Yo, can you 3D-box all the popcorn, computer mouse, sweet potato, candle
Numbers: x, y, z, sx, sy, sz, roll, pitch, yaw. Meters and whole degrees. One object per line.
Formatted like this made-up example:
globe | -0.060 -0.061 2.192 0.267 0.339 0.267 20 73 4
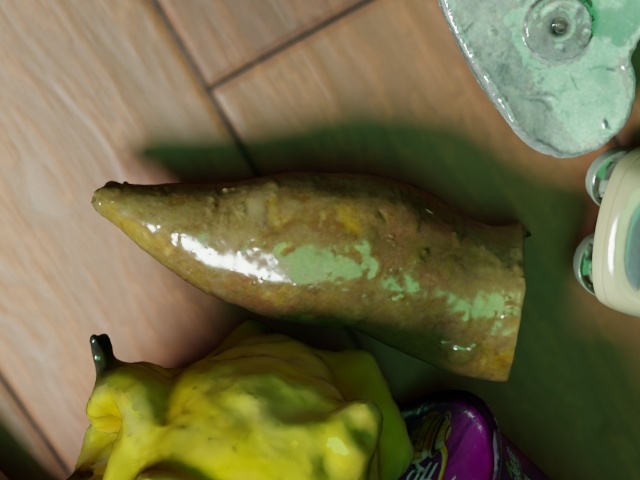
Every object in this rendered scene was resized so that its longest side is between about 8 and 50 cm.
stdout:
popcorn | -0.086 0.184 1.363 0.316 0.297 0.281 -33 94 4
computer mouse | 0.312 -0.004 1.434 0.236 0.082 0.145 3 108 -2
sweet potato | 0.000 0.002 1.399 0.337 0.131 0.131 18 106 -11
candle | 0.163 -0.164 1.384 0.168 0.068 0.192 13 103 -6

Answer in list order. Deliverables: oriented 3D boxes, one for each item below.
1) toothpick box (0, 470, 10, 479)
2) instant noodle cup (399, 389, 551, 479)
toothpick box | -0.284 0.204 1.458 0.098 0.098 0.149 -38 105 9
instant noodle cup | 0.109 0.267 1.438 0.190 0.251 0.251 38 102 -23
